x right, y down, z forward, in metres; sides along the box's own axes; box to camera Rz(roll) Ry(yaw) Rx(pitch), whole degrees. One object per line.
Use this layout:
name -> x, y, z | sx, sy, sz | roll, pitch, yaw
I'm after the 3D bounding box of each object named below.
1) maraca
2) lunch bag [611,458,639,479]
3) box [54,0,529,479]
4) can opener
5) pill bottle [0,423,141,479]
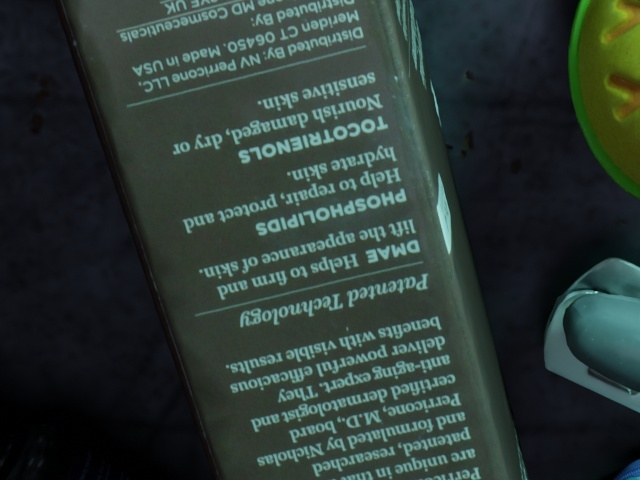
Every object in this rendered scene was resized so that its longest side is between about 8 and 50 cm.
maraca -> 0.182, -0.105, 0.827 | 0.127, 0.099, 0.186 | -1, 88, 0
lunch bag -> 0.222, 0.233, 0.974 | 0.219, 0.090, 0.176 | 30, 112, -11
box -> 0.000, 0.000, 0.824 | 0.143, 0.191, 0.381 | -12, 113, 7
can opener -> 0.247, 0.099, 0.911 | 0.283, 0.095, 0.076 | 26, 113, -9
pill bottle -> -0.138, 0.177, 0.943 | 0.219, 0.123, 0.123 | 36, 110, -13
